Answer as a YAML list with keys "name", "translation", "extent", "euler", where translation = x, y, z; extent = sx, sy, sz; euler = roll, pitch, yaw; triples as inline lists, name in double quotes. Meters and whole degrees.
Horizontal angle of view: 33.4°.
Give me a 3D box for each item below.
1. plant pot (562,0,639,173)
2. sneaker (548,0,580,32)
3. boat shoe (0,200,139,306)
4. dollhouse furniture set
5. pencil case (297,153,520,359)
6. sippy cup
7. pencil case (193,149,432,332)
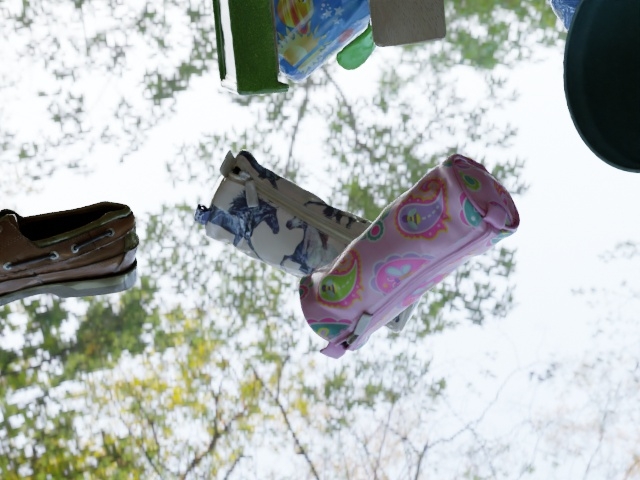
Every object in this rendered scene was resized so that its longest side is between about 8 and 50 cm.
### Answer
- name: "plant pot"
  translation: [0.482, -0.226, 1.348]
  extent: [0.196, 0.293, 0.293]
  euler: [1, -140, -31]
- name: "sneaker"
  translation: [0.507, -0.426, 1.737]
  extent: [0.130, 0.330, 0.147]
  euler: [-24, -87, -30]
- name: "boat shoe"
  translation: [-0.365, 0.011, 1.237]
  extent: [0.307, 0.104, 0.111]
  euler: [-10, -149, -24]
- name: "dollhouse furniture set"
  translation: [-0.013, -0.229, 0.978]
  extent: [0.198, 0.151, 0.301]
  euler: [-9, -166, -12]
- name: "pencil case"
  translation: [0.096, 0.022, 1.251]
  extent: [0.124, 0.284, 0.124]
  euler: [36, -151, -24]
- name: "sippy cup"
  translation: [-0.026, -0.406, 1.849]
  extent: [0.240, 0.224, 0.305]
  euler: [40, -174, -16]
- name: "pencil case"
  translation: [0.000, 0.000, 1.780]
  extent: [0.410, 0.183, 0.160]
  euler: [27, -103, 8]
